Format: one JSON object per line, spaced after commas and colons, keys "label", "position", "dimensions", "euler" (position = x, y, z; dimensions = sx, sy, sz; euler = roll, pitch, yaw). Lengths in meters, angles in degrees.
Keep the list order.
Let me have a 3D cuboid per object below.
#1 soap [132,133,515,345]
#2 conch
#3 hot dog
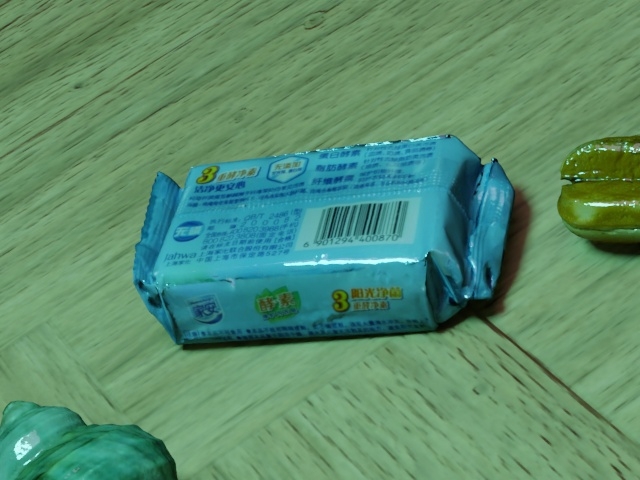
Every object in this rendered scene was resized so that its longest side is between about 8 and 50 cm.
{"label": "soap", "position": [0.000, 0.000, 1.445], "dimensions": [0.293, 0.077, 0.156], "euler": [-5, 41, 21]}
{"label": "conch", "position": [-0.176, 0.196, 1.277], "dimensions": [0.176, 0.122, 0.188], "euler": [-39, 30, 21]}
{"label": "hot dog", "position": [0.287, -0.036, 1.356], "dimensions": [0.236, 0.062, 0.092], "euler": [2, 61, 21]}
